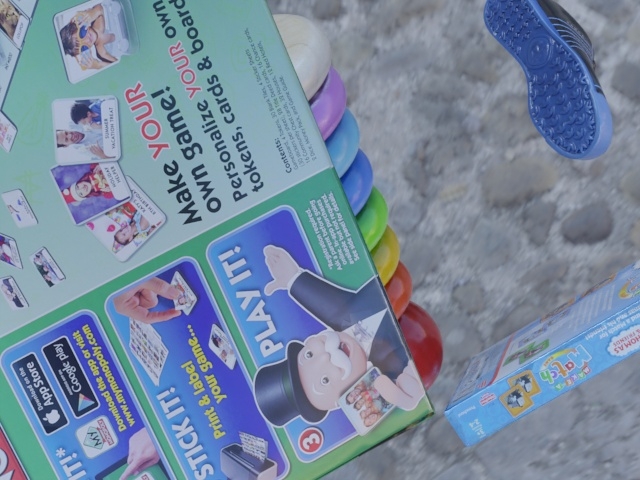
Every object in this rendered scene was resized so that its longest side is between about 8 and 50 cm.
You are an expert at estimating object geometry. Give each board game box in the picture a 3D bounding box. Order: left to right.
[{"bbox_3d":[-0.101,-0.014,0.627,0.213,0.046,0.317,-27,108,-15],"label":"board game box"},{"bbox_3d":[0.204,0.074,1.156,0.211,0.160,0.039,-33,92,18],"label":"board game box"}]

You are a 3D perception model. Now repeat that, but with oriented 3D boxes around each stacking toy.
[{"bbox_3d":[0.000,0.000,1.126,0.141,0.141,0.330,-35,121,-13],"label":"stacking toy"}]

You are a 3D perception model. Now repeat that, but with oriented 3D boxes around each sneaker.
[{"bbox_3d":[0.248,-0.169,1.490,0.090,0.081,0.232,12,45,-39],"label":"sneaker"}]
